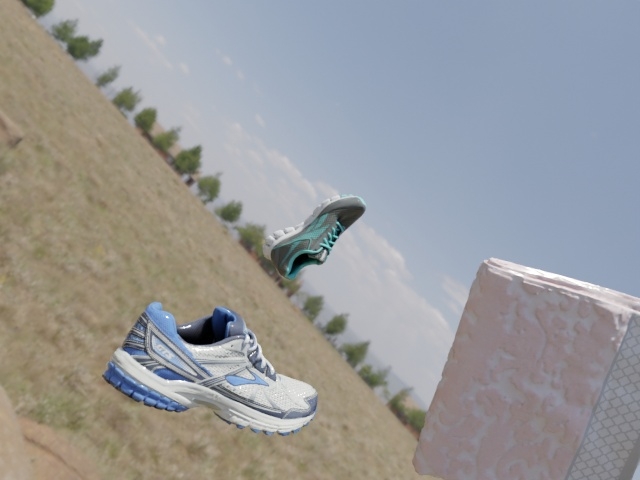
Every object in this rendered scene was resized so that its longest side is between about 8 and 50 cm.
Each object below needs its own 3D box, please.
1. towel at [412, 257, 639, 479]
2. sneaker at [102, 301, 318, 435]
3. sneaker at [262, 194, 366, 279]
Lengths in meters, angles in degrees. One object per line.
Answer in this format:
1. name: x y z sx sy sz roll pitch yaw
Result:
1. towel: 0.323 0.216 1.046 0.316 0.332 0.053 15 15 -4
2. sneaker: -0.049 0.071 0.423 0.135 0.058 0.052 22 0 -37
3. sneaker: 0.000 0.000 1.078 0.065 0.166 0.076 47 12 -50
